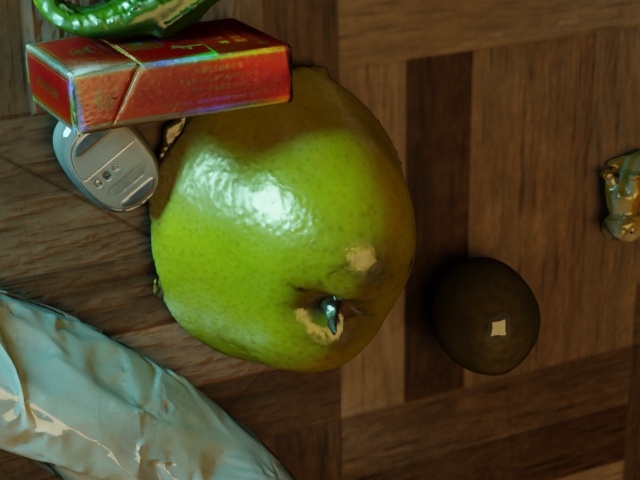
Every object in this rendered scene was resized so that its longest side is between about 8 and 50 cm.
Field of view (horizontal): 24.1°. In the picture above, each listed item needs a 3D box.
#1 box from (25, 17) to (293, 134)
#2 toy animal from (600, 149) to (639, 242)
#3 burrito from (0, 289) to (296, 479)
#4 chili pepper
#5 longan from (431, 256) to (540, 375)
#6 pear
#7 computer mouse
[{"bbox_3d":[-0.122,-0.128,1.132,0.175,0.112,0.048,-12,114,-26],"label":"box"},{"bbox_3d":[0.297,-0.037,1.433,0.081,0.060,0.083,-48,133,-49],"label":"toy animal"},{"bbox_3d":[-0.188,0.135,1.195,0.445,0.139,0.101,33,124,-30],"label":"burrito"},{"bbox_3d":[-0.046,-0.240,1.148,0.359,0.076,0.085,-29,124,-19],"label":"chili pepper"},{"bbox_3d":[0.153,0.064,1.369,0.106,0.106,0.119,64,36,-31],"label":"longan"},{"bbox_3d":[0.001,0.002,1.214,0.267,0.178,0.267,-12,115,-29],"label":"pear"},{"bbox_3d":[-0.169,-0.067,1.173,0.066,0.039,0.096,-40,125,-2],"label":"computer mouse"}]
